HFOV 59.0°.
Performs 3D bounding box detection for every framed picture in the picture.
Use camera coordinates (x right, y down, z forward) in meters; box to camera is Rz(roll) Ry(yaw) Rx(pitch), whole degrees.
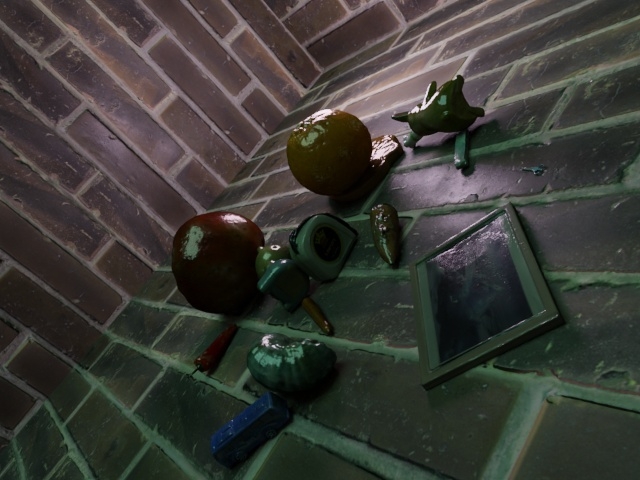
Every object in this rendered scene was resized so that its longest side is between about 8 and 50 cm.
[{"bbox_3d":[0.355,0.112,1.325,0.326,0.028,0.446,-35,24,23],"label":"framed picture"}]

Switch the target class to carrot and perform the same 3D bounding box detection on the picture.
[{"bbox_3d":[0.205,-0.009,1.731,0.102,0.102,0.263,-35,30,23],"label":"carrot"},{"bbox_3d":[-0.009,0.230,1.731,0.043,0.043,0.248,-45,24,-2],"label":"carrot"}]

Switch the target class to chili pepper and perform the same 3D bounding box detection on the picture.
[{"bbox_3d":[-0.387,0.403,2.044,0.071,0.063,0.272,-18,22,44],"label":"chili pepper"}]

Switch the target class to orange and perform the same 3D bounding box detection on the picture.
[{"bbox_3d":[0.026,-0.349,2.187,0.341,0.293,0.340,-38,28,25],"label":"orange"}]

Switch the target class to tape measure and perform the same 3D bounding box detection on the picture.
[{"bbox_3d":[0.000,0.000,1.905,0.115,0.207,0.235,-20,35,51],"label":"tape measure"}]

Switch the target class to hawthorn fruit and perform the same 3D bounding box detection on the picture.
[{"bbox_3d":[-0.365,0.085,2.203,0.403,0.403,0.402,-37,24,19],"label":"hawthorn fruit"}]

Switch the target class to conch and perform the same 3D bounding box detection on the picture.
[{"bbox_3d":[-0.094,0.333,1.533,0.277,0.220,0.195,-55,36,44],"label":"conch"}]

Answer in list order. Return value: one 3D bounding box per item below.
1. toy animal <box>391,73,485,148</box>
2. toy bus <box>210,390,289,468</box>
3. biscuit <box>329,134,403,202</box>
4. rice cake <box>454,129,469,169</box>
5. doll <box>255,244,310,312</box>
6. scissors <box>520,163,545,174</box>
[{"bbox_3d":[0.402,-0.451,2.011,0.180,0.181,0.363,-46,18,-14],"label":"toy animal"},{"bbox_3d":[-0.190,0.499,1.498,0.236,0.094,0.079,-40,23,10],"label":"toy bus"},{"bbox_3d":[0.167,-0.301,2.324,0.365,0.062,0.385,-48,23,-9],"label":"biscuit"},{"bbox_3d":[0.461,-0.294,1.842,0.043,0.034,0.210,-20,31,30],"label":"rice cake"},{"bbox_3d":[-0.139,0.112,1.978,0.161,0.177,0.260,-51,23,5],"label":"doll"},{"bbox_3d":[0.566,-0.192,1.518,0.036,0.006,0.083,-50,23,-9],"label":"scissors"}]
